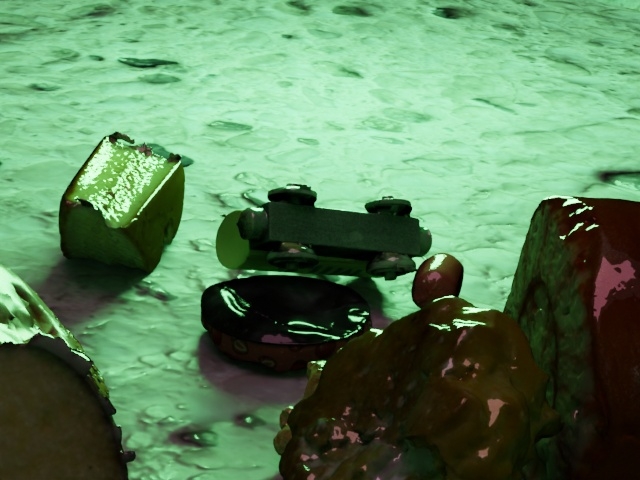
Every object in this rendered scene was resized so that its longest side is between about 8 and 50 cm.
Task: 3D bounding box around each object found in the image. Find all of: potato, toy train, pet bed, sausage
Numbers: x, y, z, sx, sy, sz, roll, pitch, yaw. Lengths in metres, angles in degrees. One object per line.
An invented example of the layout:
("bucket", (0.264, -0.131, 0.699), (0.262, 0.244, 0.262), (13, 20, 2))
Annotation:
("potato", (-0.324, 0.191, 1.553), (0.301, 0.289, 0.237), (-7, 3, -25))
("toy train", (0.000, 0.000, 2.185), (0.253, 0.105, 0.157), (4, -13, -32))
("pet bed", (-0.037, 0.088, 2.075), (0.201, 0.053, 0.201), (2, 21, -1))
("sausage", (0.136, 0.049, 2.189), (0.054, 0.059, 0.094), (9, 25, 10))

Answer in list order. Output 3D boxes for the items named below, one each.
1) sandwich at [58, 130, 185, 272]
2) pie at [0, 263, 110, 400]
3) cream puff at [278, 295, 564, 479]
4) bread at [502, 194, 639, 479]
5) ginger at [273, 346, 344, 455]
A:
("sandwich", (-0.248, -0.030, 2.246), (0.122, 0.128, 0.236), (11, 24, 8))
("pie", (-0.311, 0.105, 1.849), (0.273, 0.069, 0.273), (36, 20, -15))
("cream puff", (0.096, 0.195, 1.627), (0.282, 0.185, 0.282), (-33, 31, 23))
("bread", (0.252, 0.109, 1.742), (0.114, 0.295, 0.328), (5, 21, -9))
("ginger", (0.053, 0.168, 1.850), (0.205, 0.081, 0.115), (0, 29, -6))
